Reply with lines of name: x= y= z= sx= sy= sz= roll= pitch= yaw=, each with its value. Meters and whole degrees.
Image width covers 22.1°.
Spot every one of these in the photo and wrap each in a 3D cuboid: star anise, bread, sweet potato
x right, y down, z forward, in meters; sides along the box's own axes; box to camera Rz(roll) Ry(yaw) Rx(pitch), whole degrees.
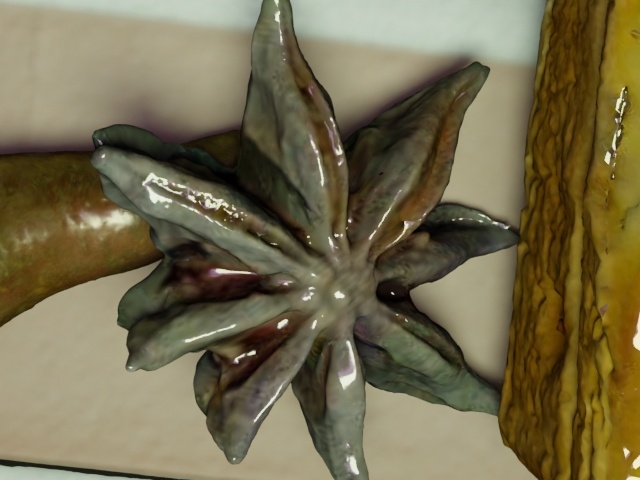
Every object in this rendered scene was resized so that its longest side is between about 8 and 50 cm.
star anise: x=0.000 y=0.000 z=0.610 sx=0.204 sy=0.061 sz=0.181 roll=11 pitch=94 yaw=-33
bread: x=0.143 y=-0.039 z=0.571 sx=0.132 sy=0.167 sz=0.294 roll=6 pitch=100 yaw=1
sweet potato: x=-0.139 y=0.009 z=0.625 sx=0.243 sy=0.077 sz=0.077 roll=-23 pitch=100 yaw=-16
